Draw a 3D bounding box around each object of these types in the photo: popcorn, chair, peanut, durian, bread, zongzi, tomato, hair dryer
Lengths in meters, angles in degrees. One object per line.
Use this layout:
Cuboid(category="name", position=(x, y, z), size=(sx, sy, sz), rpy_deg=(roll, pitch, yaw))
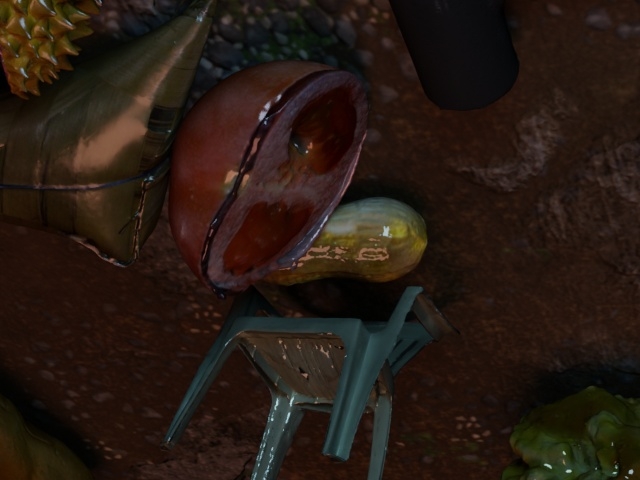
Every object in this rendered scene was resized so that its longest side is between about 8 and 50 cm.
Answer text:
Cuboid(category="popcorn", position=(0.325, 0.299, 1.549), size=(0.282, 0.282, 0.247), rpy_deg=(11, 116, -1))
Cuboid(category="chair", position=(0.006, 0.136, 1.423), size=(0.203, 0.274, 0.190), rpy_deg=(1, 141, 30))
Cuboid(category="peanut", position=(0.000, 0.000, 1.420), size=(0.207, 0.087, 0.087), rpy_deg=(-3, 138, 11))
Cuboid(category="durian", position=(-0.215, -0.233, 1.162), size=(0.186, 0.153, 0.260), rpy_deg=(-35, 158, -4))
Cuboid(category="bread", position=(-0.409, 0.269, 1.736), size=(0.149, 0.195, 0.344), rpy_deg=(-10, 138, 31))
Cuboid(category="zongzi", position=(-0.243, -0.131, 1.304), size=(0.260, 0.123, 0.289), rpy_deg=(16, 128, -2))
Cuboid(category="tomato", position=(-0.058, -0.070, 1.304), size=(0.112, 0.199, 0.228), rpy_deg=(36, 103, 25))
Cuboid(category="hair dryer", position=(0.174, -0.209, 1.150), size=(0.251, 0.089, 0.197), rpy_deg=(-11, 135, 14))
